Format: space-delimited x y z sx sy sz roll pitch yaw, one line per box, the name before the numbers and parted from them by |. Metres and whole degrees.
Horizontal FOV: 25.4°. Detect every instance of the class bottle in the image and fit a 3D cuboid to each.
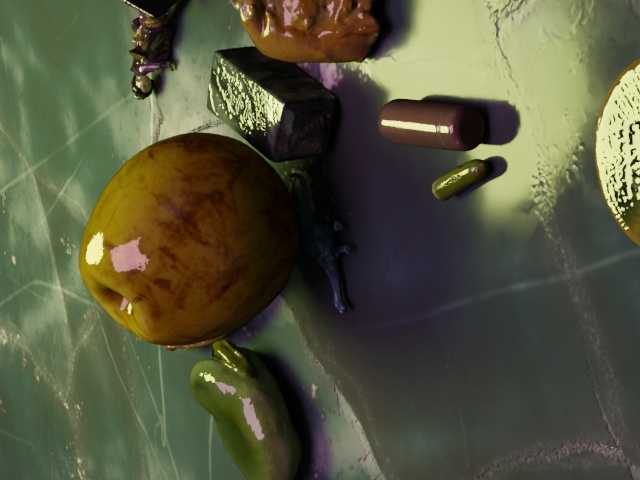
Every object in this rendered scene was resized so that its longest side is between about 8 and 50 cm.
bottle | 0.124 -0.131 1.600 0.140 0.053 0.053 14 110 53

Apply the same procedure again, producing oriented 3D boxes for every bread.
bread | -0.041 -0.302 1.719 0.251 0.133 0.174 19 112 52

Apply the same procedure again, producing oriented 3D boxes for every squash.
squash | 0.159 -0.071 1.589 0.083 0.027 0.027 -33 72 52

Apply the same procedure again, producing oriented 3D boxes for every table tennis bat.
table tennis bat | 0.364 -0.078 1.287 0.321 0.050 0.199 5 101 59

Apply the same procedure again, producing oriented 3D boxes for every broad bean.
broad bean | -0.097 0.245 1.989 0.169 0.100 0.228 -23 92 63

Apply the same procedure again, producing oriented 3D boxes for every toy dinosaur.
toy dinosaur | 0.000 0.000 1.819 0.197 0.045 0.080 69 155 8

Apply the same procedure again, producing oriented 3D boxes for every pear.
pear | -0.165 0.002 1.804 0.280 0.280 0.281 20 115 51

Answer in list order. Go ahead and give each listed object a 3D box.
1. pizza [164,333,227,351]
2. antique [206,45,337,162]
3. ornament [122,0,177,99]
pizza | -0.221 0.031 2.095 0.408 0.114 0.278 3 107 50
antique | -0.061 -0.174 1.823 0.183 0.086 0.088 40 130 42
ornament | -0.247 -0.286 2.081 0.081 0.088 0.203 26 136 22
